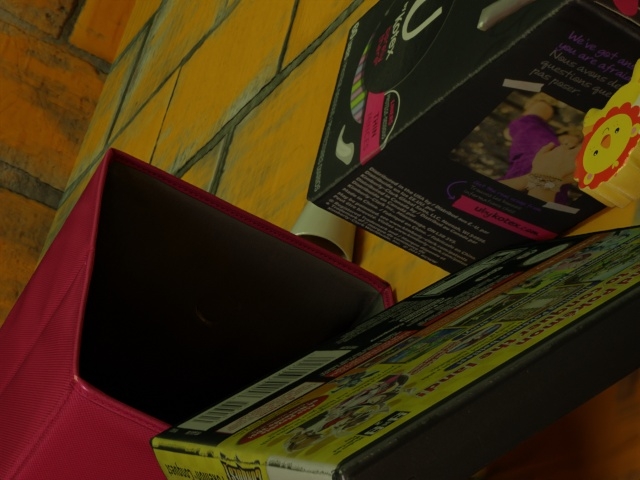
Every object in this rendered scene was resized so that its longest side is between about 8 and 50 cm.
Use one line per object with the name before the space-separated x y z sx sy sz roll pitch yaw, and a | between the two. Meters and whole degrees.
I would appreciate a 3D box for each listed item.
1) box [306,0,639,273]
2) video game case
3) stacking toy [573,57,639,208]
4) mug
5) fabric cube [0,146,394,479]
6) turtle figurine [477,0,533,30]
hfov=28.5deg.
box | 0.130 -0.110 0.799 0.270 0.143 0.165 -36 34 49
video game case | 0.071 0.060 0.657 0.275 0.035 0.248 -27 6 -25
stacking toy | 0.229 -0.063 0.475 0.221 0.167 0.052 -50 24 30
mug | -0.001 -0.003 1.103 0.078 0.062 0.064 -33 27 42
fabric cube | -0.112 0.143 0.911 0.258 0.254 0.259 -51 24 28
turtle figurine | 0.234 -0.228 0.571 0.275 0.197 0.266 12 48 26
